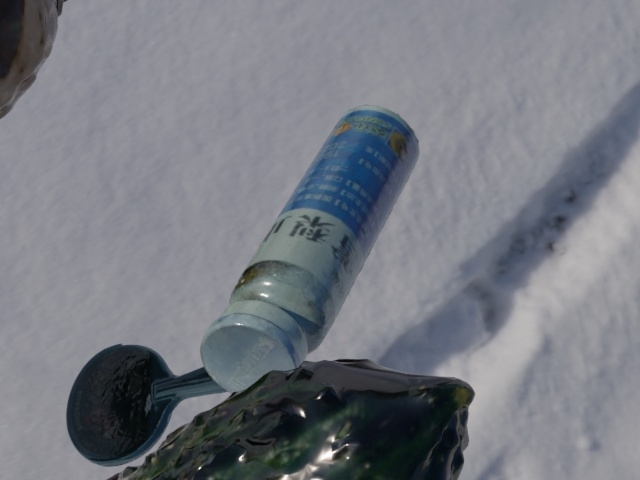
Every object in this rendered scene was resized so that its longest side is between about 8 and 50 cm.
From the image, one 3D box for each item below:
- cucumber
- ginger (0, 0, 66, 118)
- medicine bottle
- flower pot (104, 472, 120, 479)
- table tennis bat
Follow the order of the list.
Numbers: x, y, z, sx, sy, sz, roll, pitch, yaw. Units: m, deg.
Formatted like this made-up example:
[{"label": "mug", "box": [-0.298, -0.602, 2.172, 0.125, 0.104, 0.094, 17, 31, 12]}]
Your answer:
[{"label": "cucumber", "box": [-0.082, 0.150, 0.504, 0.096, 0.359, 0.096, 35, 26, -20]}, {"label": "ginger", "box": [-0.299, -0.213, 0.907, 0.254, 0.176, 0.418, -21, 48, -4]}, {"label": "medicine bottle", "box": [0.000, 0.000, 0.658, 0.051, 0.051, 0.191, 45, 39, -12]}, {"label": "flower pot", "box": [-0.250, 0.394, 1.684, 0.179, 0.084, 0.251, 16, 109, -42]}, {"label": "table tennis bat", "box": [-0.167, 0.152, 1.310, 0.033, 0.201, 0.124, 33, 46, -54]}]
